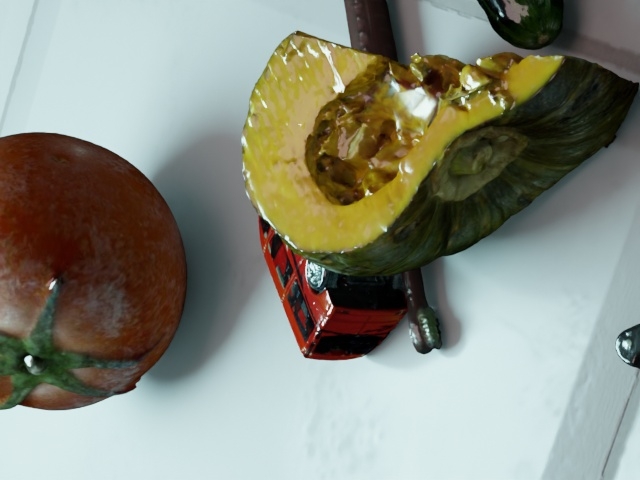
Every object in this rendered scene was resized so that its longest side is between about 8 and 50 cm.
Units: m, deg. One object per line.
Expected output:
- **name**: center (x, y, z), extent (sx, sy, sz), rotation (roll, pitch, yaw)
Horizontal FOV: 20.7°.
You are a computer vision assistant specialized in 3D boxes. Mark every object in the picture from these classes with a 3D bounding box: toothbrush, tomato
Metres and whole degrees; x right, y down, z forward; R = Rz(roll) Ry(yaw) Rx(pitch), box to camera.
- **toothbrush**: center (0.055, -0.081, 1.425), extent (0.041, 0.041, 0.364), rotation (-30, 61, 44)
- **tomato**: center (-0.253, 0.023, 1.616), extent (0.265, 0.265, 0.265), rotation (-15, 70, 49)

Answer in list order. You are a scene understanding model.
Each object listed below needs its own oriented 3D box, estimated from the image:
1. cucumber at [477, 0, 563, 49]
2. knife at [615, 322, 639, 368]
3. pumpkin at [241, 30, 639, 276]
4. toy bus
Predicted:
- **cucumber**: center (0.125, -0.236, 1.352), extent (0.074, 0.074, 0.241), rotation (-52, 48, 31)
- **knife**: center (0.290, 0.050, 1.120), extent (0.245, 0.019, 0.072), rotation (-30, 61, 42)
- **pumpkin**: center (0.076, -0.099, 1.294), extent (0.280, 0.139, 0.190), rotation (-40, 60, 27)
- **toy bus**: center (0.000, 0.000, 1.449), extent (0.089, 0.081, 0.195), rotation (-56, 44, 41)
